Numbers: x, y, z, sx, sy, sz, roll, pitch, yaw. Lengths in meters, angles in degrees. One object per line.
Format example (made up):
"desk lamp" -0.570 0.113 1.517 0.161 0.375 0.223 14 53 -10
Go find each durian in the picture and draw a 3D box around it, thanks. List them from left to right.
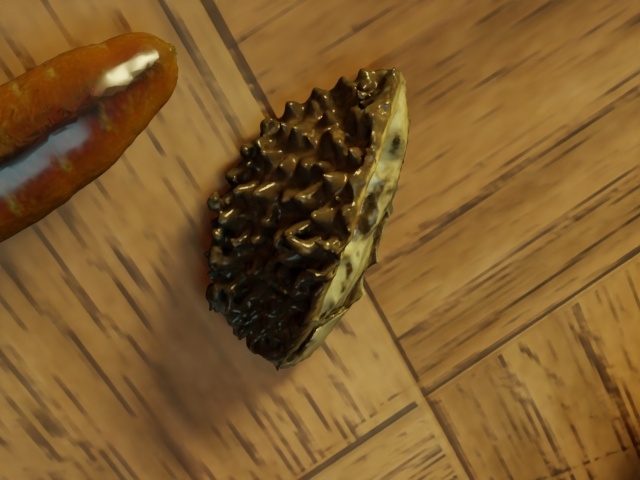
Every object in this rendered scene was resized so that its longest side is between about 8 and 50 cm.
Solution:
"durian" -0.007 -0.005 0.523 0.066 0.052 0.130 -33 147 -59

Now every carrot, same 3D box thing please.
"carrot" -0.102 -0.019 0.450 0.139 0.048 0.048 -30 129 -9
